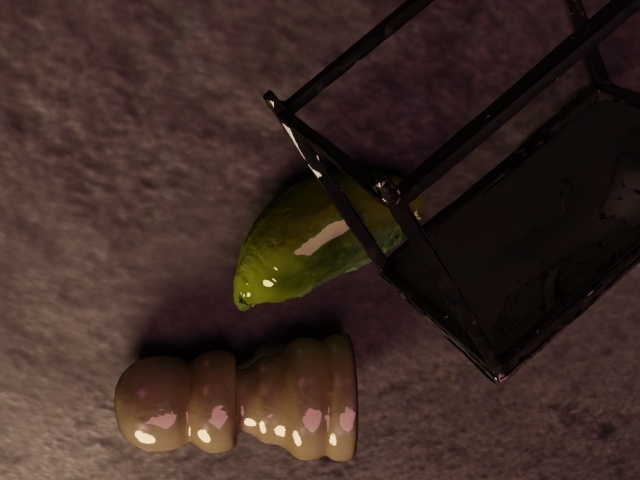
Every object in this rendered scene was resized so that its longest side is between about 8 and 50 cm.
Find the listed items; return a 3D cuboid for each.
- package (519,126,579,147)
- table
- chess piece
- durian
[{"bbox_3d":[0.293,-0.079,0.996,0.071,0.047,0.131,-33,127,10],"label":"package"},{"bbox_3d":[0.179,-0.104,0.779,0.335,0.222,0.272,-40,128,-5],"label":"table"},{"bbox_3d":[-0.108,0.202,1.079,0.299,0.167,0.167,-1,129,-4],"label":"chess piece"},{"bbox_3d":[0.000,0.000,0.954,0.250,0.101,0.139,-29,132,2],"label":"durian"}]
